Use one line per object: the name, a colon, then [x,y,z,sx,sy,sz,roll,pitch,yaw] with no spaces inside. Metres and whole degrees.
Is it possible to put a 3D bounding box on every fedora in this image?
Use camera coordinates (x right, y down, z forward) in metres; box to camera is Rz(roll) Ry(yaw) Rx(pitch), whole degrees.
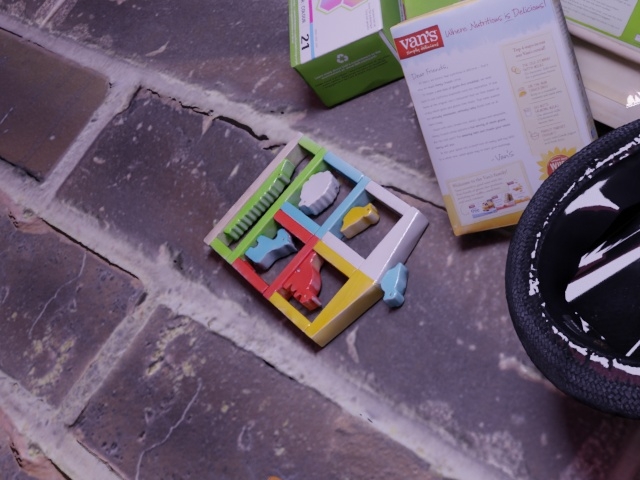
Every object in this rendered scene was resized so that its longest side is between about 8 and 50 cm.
fedora: [0.336,0.036,0.897,0.334,0.152,0.334,-13,54,19]

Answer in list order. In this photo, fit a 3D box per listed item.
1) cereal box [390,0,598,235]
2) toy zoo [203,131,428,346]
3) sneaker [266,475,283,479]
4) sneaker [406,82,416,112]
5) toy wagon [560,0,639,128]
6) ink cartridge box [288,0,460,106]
cereal box: [0.189,-0.136,1.076,0.173,0.240,0.047,-11,15,28]
toy zoo: [0.000,0.000,1.239,0.192,0.030,0.293,-49,46,-2]
sneaker: [-0.148,0.334,1.083,0.290,0.106,0.123,-21,47,8]
sneaker: [0.223,-0.250,1.196,0.302,0.108,0.121,-42,51,6]
toy wagon: [0.342,-0.287,1.043,0.267,0.068,0.344,27,104,12]
ink cartridge box: [0.091,-0.312,1.335,0.255,0.097,0.188,-21,52,24]
